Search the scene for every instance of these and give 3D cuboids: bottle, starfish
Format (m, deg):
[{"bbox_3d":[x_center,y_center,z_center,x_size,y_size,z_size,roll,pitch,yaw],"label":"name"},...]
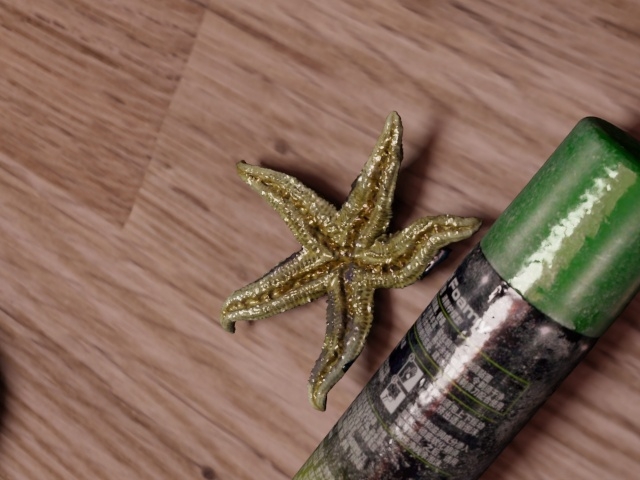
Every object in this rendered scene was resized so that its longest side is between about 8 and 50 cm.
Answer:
[{"bbox_3d":[0.093,0.078,0.664,0.093,0.093,0.330,44,112,20],"label":"bottle"},{"bbox_3d":[0.000,0.000,0.734,0.208,0.053,0.176,-48,70,19],"label":"starfish"}]
